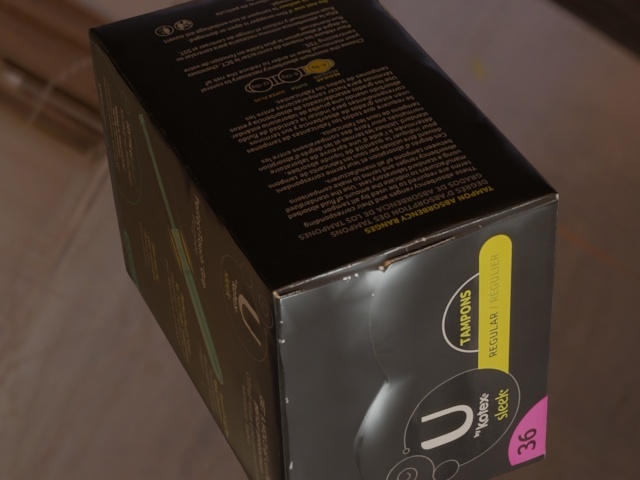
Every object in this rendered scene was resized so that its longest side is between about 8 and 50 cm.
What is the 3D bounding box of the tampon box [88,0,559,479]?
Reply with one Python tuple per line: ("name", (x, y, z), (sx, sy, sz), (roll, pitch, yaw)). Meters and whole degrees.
("tampon box", (0.000, 0.000, 0.685), (0.161, 0.101, 0.120), (-126, -156, -44))
